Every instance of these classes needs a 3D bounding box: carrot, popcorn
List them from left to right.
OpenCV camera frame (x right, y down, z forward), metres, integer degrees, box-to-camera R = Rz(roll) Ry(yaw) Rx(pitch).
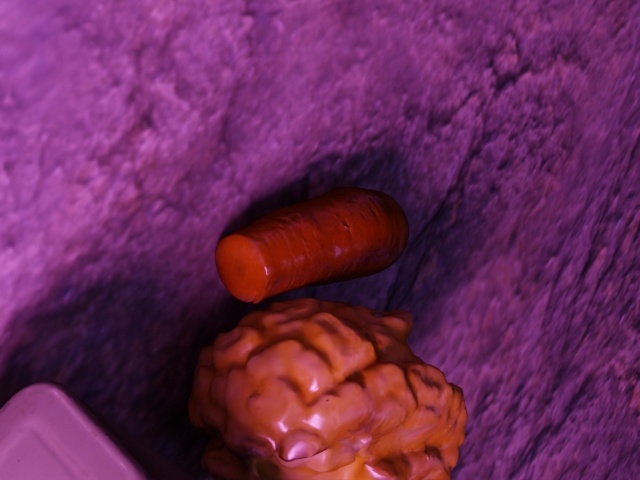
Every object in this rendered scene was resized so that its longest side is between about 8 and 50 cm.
[{"bbox_3d":[0.000,0.000,1.211,0.193,0.087,0.087,-12,119,-49],"label":"carrot"},{"bbox_3d":[0.007,0.156,1.194,0.250,0.250,0.190,41,37,-55],"label":"popcorn"}]

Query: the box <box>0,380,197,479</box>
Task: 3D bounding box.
[{"bbox_3d":[-0.185,0.321,1.016,0.352,0.177,0.344,-48,140,-6],"label":"box"}]
